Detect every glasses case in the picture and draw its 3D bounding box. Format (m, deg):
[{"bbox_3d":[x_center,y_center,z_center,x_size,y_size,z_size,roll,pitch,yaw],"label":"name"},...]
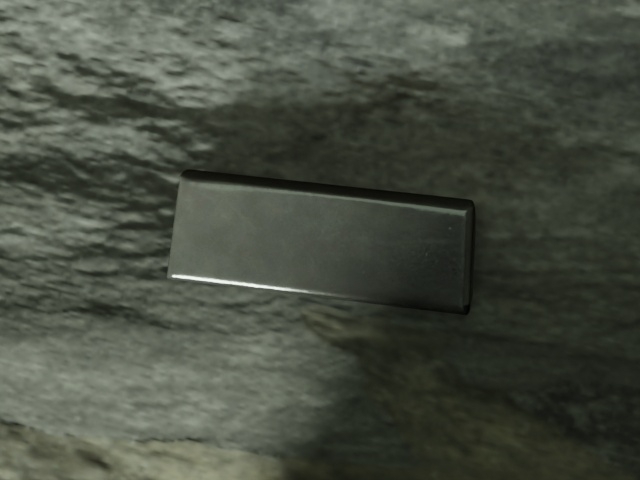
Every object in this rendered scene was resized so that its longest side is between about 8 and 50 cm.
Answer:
[{"bbox_3d":[0.001,0.001,1.033,0.190,0.042,0.072,7,92,10],"label":"glasses case"}]
